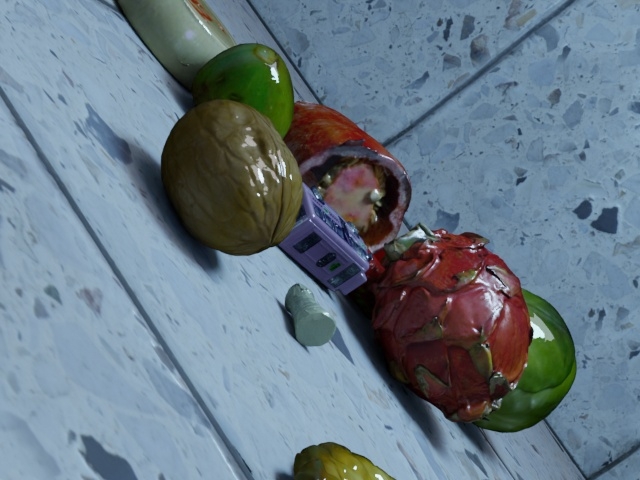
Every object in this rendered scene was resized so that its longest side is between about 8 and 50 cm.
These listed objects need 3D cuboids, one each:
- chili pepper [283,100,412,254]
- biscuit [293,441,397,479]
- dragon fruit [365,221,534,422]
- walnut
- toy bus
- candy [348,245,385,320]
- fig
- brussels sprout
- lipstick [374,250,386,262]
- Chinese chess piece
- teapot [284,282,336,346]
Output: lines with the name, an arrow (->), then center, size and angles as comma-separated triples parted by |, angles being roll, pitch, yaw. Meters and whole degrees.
chili pepper -> 0.011, -0.126, 2.005 | 0.251, 0.229, 0.305 | 12, 18, -30
biscuit -> 0.088, 0.334, 1.041 | 0.329, 0.078, 0.335 | 52, 9, 9
dragon fruit -> 0.220, 0.134, 1.791 | 0.343, 0.277, 0.277 | 64, 10, 2
walnut -> -0.107, -0.074, 1.283 | 0.207, 0.167, 0.167 | 61, 12, 28
toy bus -> 0.000, 0.000, 1.727 | 0.199, 0.096, 0.108 | 42, 19, -43
candy -> 0.090, 0.082, 1.909 | 0.292, 0.059, 0.086 | 51, 47, -21
fig -> -0.122, -0.239, 1.746 | 0.181, 0.191, 0.181 | 16, 50, -20
brussels sprout -> 0.347, 0.218, 2.099 | 0.354, 0.281, 0.289 | 34, 33, -21
lipstick -> 0.110, 0.046, 2.154 | 0.080, 0.080, 0.241 | 58, 11, 25
Chinese chess piece -> -0.248, -0.382, 1.862 | 0.273, 0.102, 0.273 | 52, 10, -13
teapot -> -0.018, 0.101, 1.422 | 0.083, 0.057, 0.067 | -120, -153, -50
